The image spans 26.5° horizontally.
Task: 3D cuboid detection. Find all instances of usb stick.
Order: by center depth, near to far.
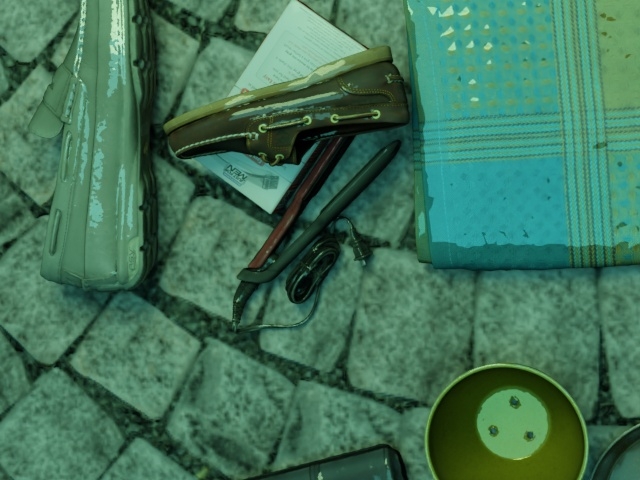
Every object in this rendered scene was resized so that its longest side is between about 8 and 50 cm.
[{"bbox_3d":[-0.050,0.251,1.233,0.278,0.045,0.077,-16,91,13],"label":"usb stick"}]

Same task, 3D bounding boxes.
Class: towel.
[{"bbox_3d":[0.259,-0.112,1.148,0.370,0.040,0.271,-2,95,10],"label":"towel"}]

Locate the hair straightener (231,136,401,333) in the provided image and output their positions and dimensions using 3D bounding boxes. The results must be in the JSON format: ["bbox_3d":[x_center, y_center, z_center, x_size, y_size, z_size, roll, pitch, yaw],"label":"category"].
[{"bbox_3d":[0.000,0.000,1.203,0.089,0.047,0.230,38,101,7],"label":"hair straightener"}]

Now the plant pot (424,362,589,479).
[{"bbox_3d":[0.161,0.163,1.157,0.134,0.095,0.134,1,95,12],"label":"plant pot"}]

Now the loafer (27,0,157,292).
[{"bbox_3d":[-0.206,-0.112,1.206,0.111,0.112,0.319,1,95,3],"label":"loafer"}]

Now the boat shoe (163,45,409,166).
[{"bbox_3d":[-0.028,-0.098,1.135,0.207,0.073,0.073,-17,90,12],"label":"boat shoe"}]

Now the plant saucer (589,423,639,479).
[{"bbox_3d":[0.313,0.230,1.164,0.168,0.029,0.168,1,93,11],"label":"plant saucer"}]

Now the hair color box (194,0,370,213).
[{"bbox_3d":[-0.030,-0.118,1.199,0.093,0.053,0.167,36,99,6],"label":"hair color box"}]
